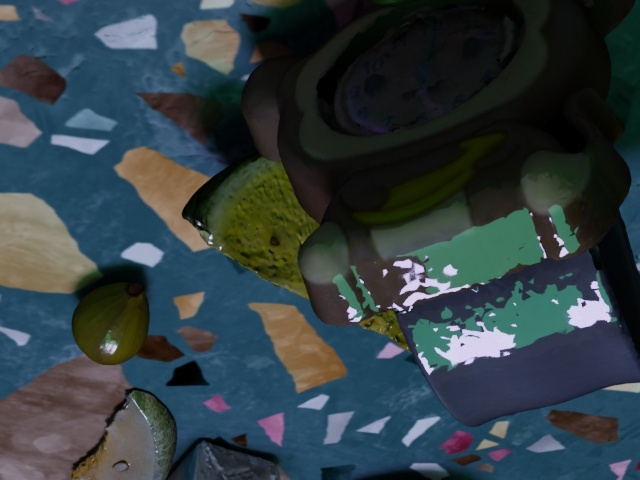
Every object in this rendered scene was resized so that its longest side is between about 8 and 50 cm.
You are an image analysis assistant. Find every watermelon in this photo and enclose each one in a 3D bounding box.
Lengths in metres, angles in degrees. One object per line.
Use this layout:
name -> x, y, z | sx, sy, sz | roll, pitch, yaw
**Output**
watermelon -> 0.000, 0.000, 1.174 | 0.123, 0.129, 0.301 | -32, 138, 32

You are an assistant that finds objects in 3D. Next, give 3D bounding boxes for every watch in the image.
watch -> 0.134, -0.003, 1.028 | 0.314, 0.335, 0.327 | -20, 128, 17

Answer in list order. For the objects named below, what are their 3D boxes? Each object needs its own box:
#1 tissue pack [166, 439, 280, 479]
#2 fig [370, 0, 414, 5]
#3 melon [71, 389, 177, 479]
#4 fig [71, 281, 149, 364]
tissue pack -> -0.152, 0.384, 1.560 | 0.124, 0.201, 0.271 | 23, 133, -19
fig -> 0.066, -0.234, 0.918 | 0.156, 0.123, 0.123 | -37, 131, 17
melon -> -0.202, 0.231, 1.504 | 0.098, 0.054, 0.182 | 27, 132, -11
fig -> -0.195, 0.074, 1.291 | 0.074, 0.074, 0.088 | 20, 119, -26
